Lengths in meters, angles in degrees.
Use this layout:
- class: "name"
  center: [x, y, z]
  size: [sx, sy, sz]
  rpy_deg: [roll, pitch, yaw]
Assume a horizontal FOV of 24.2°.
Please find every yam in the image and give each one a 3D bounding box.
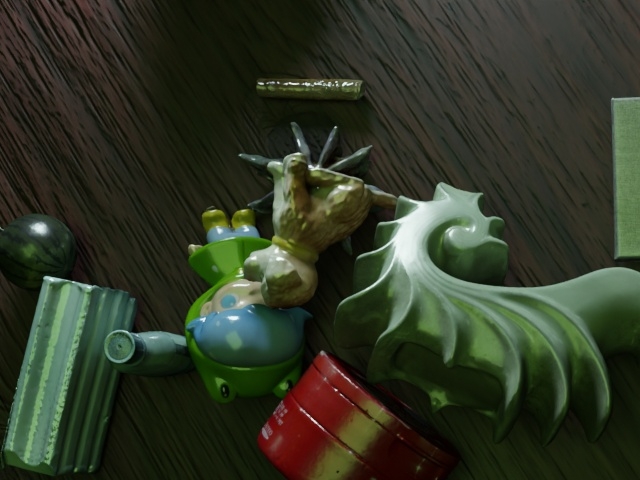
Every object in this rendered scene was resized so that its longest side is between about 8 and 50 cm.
- class: "yam"
  center: [-0.013, -0.202, 1.991]
  size: [0.145, 0.032, 0.032]
  rpy_deg: [3, 84, 14]

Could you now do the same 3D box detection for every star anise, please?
- class: "star anise"
  center: [-0.006, -0.063, 1.956]
  size: [0.204, 0.061, 0.181]
  rpy_deg: [-2, 71, 8]

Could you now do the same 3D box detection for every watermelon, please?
- class: "watermelon"
  center: [-0.394, 0.010, 2.018]
  size: [0.133, 0.105, 0.105]
  rpy_deg: [29, 91, 15]

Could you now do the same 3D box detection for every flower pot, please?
- class: "flower pot"
  center: [0.216, 0.099, 1.805]
  size: [0.367, 0.164, 0.254]
  rpy_deg: [26, 58, 12]

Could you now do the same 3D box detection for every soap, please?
- class: "soap"
  center: [-0.333, 0.182, 1.962]
  size: [0.094, 0.150, 0.261]
  rpy_deg: [13, 86, 20]

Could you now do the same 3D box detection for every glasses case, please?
- class: "glasses case"
  center: [0.401, -0.076, 1.872]
  size: [0.070, 0.047, 0.205]
  rpy_deg: [-2, 83, 9]

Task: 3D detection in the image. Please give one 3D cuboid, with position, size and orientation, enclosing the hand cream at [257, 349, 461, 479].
- class: "hand cream"
  center: [0.045, 0.254, 1.827]
  size: [0.230, 0.230, 0.149]
  rpy_deg: [40, 93, 14]

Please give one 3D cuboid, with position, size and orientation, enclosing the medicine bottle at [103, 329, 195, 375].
- class: "medicine bottle"
  center: [-0.220, 0.144, 1.908]
  size: [0.090, 0.208, 0.054]
  rpy_deg: [-8, 79, 12]

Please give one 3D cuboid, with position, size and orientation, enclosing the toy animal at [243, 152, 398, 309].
- class: "toy animal"
  center: [0.006, 0.007, 1.859]
  size: [0.184, 0.104, 0.185]
  rpy_deg: [17, 74, -15]

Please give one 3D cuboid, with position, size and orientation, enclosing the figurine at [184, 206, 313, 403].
- class: "figurine"
  center: [-0.099, 0.083, 1.927]
  size: [0.162, 0.143, 0.263]
  rpy_deg: [-1, 62, -19]
